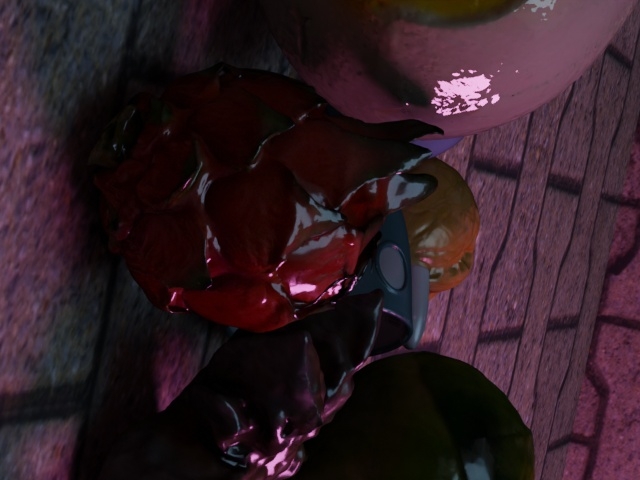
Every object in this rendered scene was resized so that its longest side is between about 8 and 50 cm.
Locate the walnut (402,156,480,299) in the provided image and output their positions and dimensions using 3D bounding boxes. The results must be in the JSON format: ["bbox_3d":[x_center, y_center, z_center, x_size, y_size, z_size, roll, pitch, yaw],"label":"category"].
[{"bbox_3d":[0.081,-0.007,1.591,0.206,0.159,0.159,-44,142,-65],"label":"walnut"}]

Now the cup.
[{"bbox_3d":[0.000,0.000,1.374,0.299,0.167,0.173,26,57,-46],"label":"cup"}]

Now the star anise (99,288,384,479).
[{"bbox_3d":[-0.067,0.150,1.230,0.315,0.108,0.315,-42,173,-6],"label":"star anise"}]

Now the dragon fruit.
[{"bbox_3d":[-0.042,-0.031,1.134,0.274,0.192,0.193,7,90,-27],"label":"dragon fruit"}]

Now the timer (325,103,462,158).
[{"bbox_3d":[0.072,-0.166,1.526,0.255,0.175,0.175,-113,-151,-72],"label":"timer"}]

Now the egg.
[{"bbox_3d":[0.080,-0.178,1.224,0.337,0.337,0.201,62,41,-61],"label":"egg"}]

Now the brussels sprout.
[{"bbox_3d":[0.091,0.211,1.431,0.271,0.210,0.219,-13,83,-58],"label":"brussels sprout"}]
